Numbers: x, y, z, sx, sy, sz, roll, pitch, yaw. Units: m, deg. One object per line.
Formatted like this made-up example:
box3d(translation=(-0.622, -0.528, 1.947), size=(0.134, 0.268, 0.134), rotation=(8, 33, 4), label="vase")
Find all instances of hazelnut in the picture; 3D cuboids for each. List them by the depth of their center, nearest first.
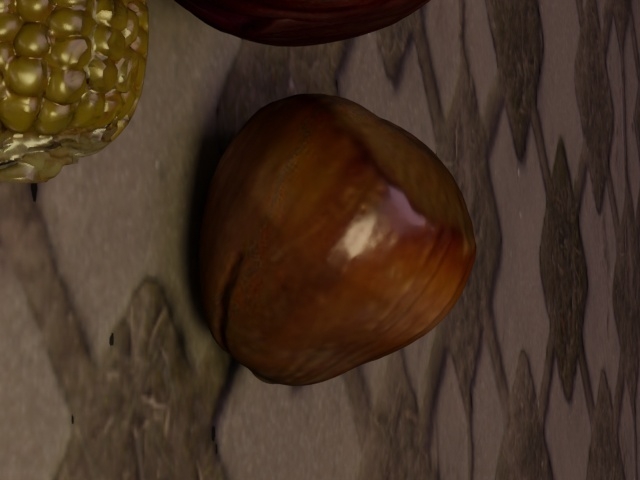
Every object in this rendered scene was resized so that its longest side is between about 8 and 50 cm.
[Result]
box3d(translation=(0.000, 0.000, 0.724), size=(0.150, 0.150, 0.150), rotation=(-3, 90, -67), label="hazelnut")

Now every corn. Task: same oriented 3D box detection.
box3d(translation=(-0.115, -0.165, 0.495), size=(0.106, 0.106, 0.293), rotation=(-5, 92, -67), label="corn")

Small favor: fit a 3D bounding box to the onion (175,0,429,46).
box3d(translation=(0.042, -0.248, 0.612), size=(0.347, 0.286, 0.347), rotation=(-173, -90, -86), label="onion")
